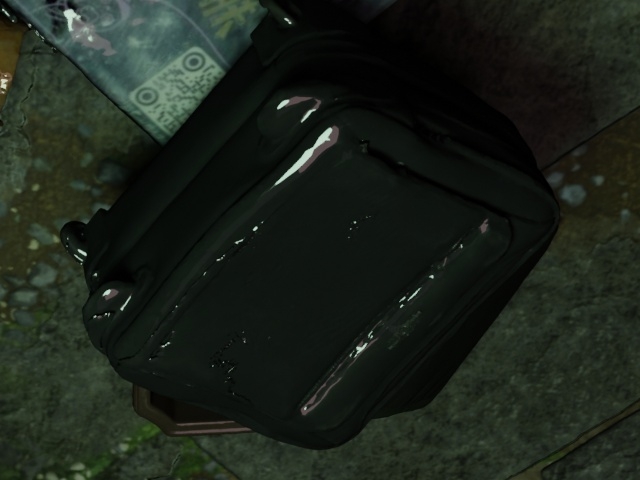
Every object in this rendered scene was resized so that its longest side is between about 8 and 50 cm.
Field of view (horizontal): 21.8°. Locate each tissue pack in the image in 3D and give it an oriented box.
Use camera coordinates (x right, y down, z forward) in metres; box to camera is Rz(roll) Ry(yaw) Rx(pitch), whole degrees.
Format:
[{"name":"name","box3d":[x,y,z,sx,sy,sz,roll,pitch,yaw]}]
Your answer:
[{"name":"tissue pack","box3d":[-0.066,-0.254,1.378,0.361,0.122,0.259,-38,124,13]}]

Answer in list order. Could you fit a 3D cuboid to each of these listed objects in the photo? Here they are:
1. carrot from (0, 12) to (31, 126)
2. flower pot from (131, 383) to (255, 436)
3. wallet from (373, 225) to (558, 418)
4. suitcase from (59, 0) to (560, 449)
[{"name":"carrot","box3d":[-0.379,-0.183,1.396,0.263,0.102,0.102,19,119,-15]},{"name":"flower pot","box3d":[-0.063,0.097,1.639,0.251,0.084,0.178,-3,124,-10]},{"name":"wallet","box3d":[0.130,0.073,1.625,0.245,0.052,0.168,-56,155,17]},{"name":"suitcase","box3d":[0.000,0.000,1.422,0.339,0.188,0.345,25,117,-37]}]
